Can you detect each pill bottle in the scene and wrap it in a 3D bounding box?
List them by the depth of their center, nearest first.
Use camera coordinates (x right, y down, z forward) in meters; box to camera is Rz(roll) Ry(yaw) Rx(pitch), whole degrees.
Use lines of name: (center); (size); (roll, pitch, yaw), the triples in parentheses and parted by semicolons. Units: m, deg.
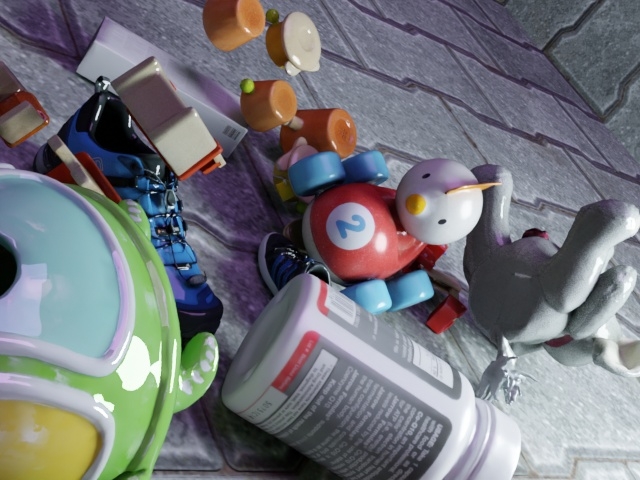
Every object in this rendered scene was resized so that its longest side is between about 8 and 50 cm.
pill bottle: (0.055, 0.173, 0.982); (0.283, 0.161, 0.161); (34, 28, -11)

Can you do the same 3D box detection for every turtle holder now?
turtle holder: (-0.231, 0.101, 0.645); (0.227, 0.243, 0.320); (20, 65, -62)

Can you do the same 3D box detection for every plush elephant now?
plush elephant: (0.347, 0.081, 1.345); (0.255, 0.330, 0.272); (11, 1, -45)

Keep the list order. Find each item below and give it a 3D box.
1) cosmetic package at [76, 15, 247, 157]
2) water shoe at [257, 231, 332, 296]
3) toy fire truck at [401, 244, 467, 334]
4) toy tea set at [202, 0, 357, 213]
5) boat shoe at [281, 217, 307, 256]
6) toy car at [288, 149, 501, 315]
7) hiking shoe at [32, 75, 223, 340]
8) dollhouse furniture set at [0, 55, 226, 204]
cosmetic package: (-0.216, -0.213, 1.327); (0.239, 0.060, 0.099); (30, 29, -19)
water shoe: (-0.018, 0.051, 1.160); (0.073, 0.080, 0.203); (19, 34, -35)
toy fire truck: (0.168, 0.052, 1.423); (0.135, 0.047, 0.192); (42, 27, 3)
toy tea set: (-0.073, -0.211, 1.367); (0.200, 0.124, 0.336); (-43, 118, -47)
boat shoe: (0.000, -0.002, 1.308); (0.153, 0.048, 0.056); (-7, 75, -46)
toy car: (0.117, -0.038, 1.220); (0.210, 0.238, 0.219); (-8, 75, -53)
hiking shoe: (-0.196, -0.029, 1.002); (0.304, 0.132, 0.113); (50, 29, 18)
dollhouse furniture set: (-0.225, -0.048, 0.908); (0.262, 0.259, 0.135); (52, -6, 19)
